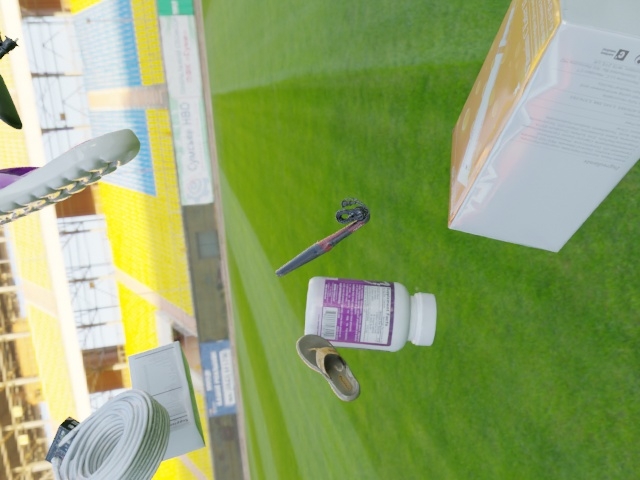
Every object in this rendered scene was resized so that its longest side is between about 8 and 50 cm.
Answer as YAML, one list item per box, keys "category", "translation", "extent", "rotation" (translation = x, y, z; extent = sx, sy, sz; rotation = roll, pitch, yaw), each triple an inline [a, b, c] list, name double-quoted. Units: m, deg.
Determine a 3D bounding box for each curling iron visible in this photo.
- category: "curling iron"
  translation: [0.000, 0.000, 1.212]
  extent: [0.068, 0.274, 0.035]
  rotation: [49, -151, -1]

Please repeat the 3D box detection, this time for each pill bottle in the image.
- category: "pill bottle"
  translation: [0.118, 0.179, 1.357]
  extent: [0.169, 0.302, 0.169]
  rotation: [4, -90, -89]

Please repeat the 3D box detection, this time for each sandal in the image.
- category: "sandal"
  translation: [0.021, 0.268, 1.221]
  extent: [0.180, 0.072, 0.049]
  rotation: [46, 157, 23]
- category: "sandal"
  translation: [-0.480, -0.088, 0.866]
  extent: [0.102, 0.416, 0.169]
  rotation: [65, 173, -6]

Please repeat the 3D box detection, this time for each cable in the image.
- category: "cable"
  translation: [-0.416, 0.427, 1.132]
  extent: [0.089, 0.257, 0.257]
  rotation: [49, 176, -31]

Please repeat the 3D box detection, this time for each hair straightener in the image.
- category: "hair straightener"
  translation: [-0.404, -0.227, 0.701]
  extent: [0.230, 0.089, 0.047]
  rotation: [67, -171, 25]

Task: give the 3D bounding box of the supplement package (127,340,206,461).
- category: "supplement package"
  translation: [-0.386, 0.402, 1.410]
  extent: [0.134, 0.139, 0.244]
  rotation: [86, 164, -47]

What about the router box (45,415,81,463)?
- category: "router box"
  translation: [-0.560, 0.471, 1.280]
  extent: [0.122, 0.092, 0.038]
  rotation: [-60, -2, 22]

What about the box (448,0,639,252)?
- category: "box"
  translation: [0.302, -0.178, 0.731]
  extent: [0.345, 0.168, 0.215]
  rotation: [103, 179, -54]
